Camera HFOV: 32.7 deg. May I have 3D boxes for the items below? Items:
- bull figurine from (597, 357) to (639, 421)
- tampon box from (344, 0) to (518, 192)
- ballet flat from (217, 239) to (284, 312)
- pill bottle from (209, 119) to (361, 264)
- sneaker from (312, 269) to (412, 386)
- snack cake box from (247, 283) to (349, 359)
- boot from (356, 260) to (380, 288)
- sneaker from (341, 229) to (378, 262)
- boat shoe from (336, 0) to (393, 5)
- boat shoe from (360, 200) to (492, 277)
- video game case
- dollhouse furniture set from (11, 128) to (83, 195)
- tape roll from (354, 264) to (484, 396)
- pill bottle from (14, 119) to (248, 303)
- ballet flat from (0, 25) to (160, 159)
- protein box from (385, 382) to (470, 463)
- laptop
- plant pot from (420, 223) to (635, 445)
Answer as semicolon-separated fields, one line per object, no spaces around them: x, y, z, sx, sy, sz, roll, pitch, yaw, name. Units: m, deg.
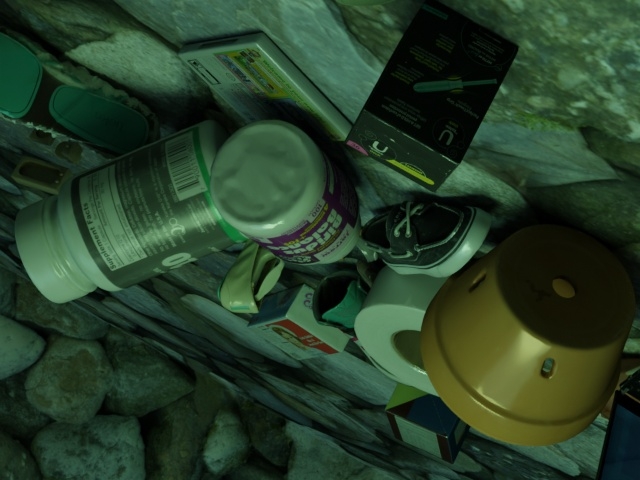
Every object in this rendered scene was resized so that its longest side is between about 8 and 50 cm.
0.538;0.252;1.770;0.188;0.101;0.310;39;158;-32;bull figurine
0.122;-0.160;1.212;0.120;0.161;0.101;30;161;-2;tampon box
-0.086;0.014;1.816;0.086;0.248;0.086;20;156;9;ballet flat
-0.037;-0.057;1.645;0.169;0.169;0.301;20;174;22;pill bottle
0.091;0.152;2.032;0.295;0.124;0.178;37;179;36;sneaker
-0.043;0.185;2.423;0.152;0.089;0.264;35;160;-14;snack cake box
0.109;0.080;1.985;0.118;0.042;0.087;55;179;-18;boot
0.000;0.000;1.906;0.214;0.083;0.084;20;158;19;sneaker
0.072;-0.296;1.085;0.081;0.069;0.227;-3;173;-20;boat shoe
0.148;-0.014;1.646;0.102;0.108;0.301;33;168;-16;boat shoe
-0.077;-0.213;1.563;0.193;0.023;0.212;5;149;50;video game case
-0.531;-0.193;2.049;0.144;0.151;0.123;16;157;26;dollhouse furniture set
0.204;0.157;1.833;0.286;0.100;0.286;21;150;13;tape roll
-0.294;-0.040;1.767;0.361;0.204;0.204;-21;144;10;pill bottle
-0.457;-0.246;1.857;0.408;0.147;0.147;30;161;-3;ballet flat
0.240;0.308;2.172;0.136;0.200;0.201;22;160;19;protein box
0.539;0.276;1.537;0.234;0.137;0.264;31;119;-27;laptop
0.306;0.114;1.519;0.290;0.291;0.203;27;145;4;plant pot
